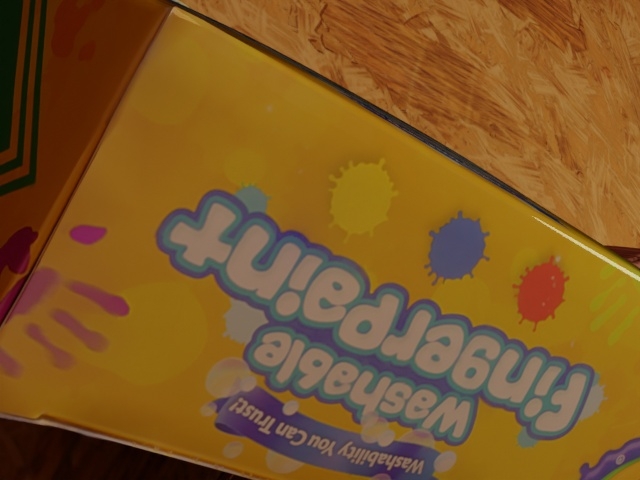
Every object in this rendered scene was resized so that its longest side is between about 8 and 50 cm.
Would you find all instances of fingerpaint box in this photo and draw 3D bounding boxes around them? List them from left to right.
[{"bbox_3d":[0.000,0.000,0.599,0.445,0.163,0.371,25,8,-34],"label":"fingerpaint box"}]

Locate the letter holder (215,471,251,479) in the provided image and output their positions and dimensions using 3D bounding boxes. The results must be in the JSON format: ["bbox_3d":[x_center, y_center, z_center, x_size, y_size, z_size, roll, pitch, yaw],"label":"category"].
[{"bbox_3d":[0.038,0.272,0.569,0.302,0.214,0.152,39,3,16],"label":"letter holder"}]

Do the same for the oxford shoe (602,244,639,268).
[{"bbox_3d":[0.325,0.081,1.119,0.397,0.141,0.146,0,95,-53],"label":"oxford shoe"}]
